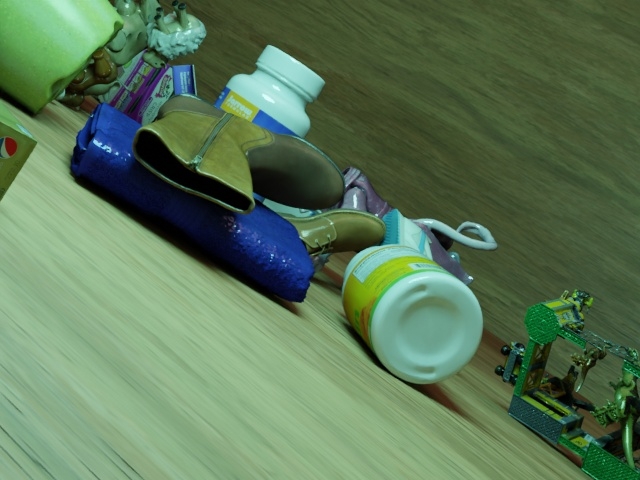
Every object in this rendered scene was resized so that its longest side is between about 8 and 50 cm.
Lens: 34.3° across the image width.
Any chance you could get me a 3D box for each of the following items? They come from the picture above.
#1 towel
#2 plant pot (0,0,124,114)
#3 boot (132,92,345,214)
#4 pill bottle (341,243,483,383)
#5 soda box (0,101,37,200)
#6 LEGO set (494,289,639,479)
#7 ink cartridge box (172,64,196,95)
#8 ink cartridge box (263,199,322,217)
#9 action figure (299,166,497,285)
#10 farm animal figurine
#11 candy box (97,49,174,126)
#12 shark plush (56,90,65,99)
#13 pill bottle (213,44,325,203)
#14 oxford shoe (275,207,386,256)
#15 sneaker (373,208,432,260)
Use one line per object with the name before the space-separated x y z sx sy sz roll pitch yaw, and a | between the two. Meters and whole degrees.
towel | -0.157 -0.040 1.244 0.308 0.076 0.227 33 11 -17
plant pot | -0.415 -0.319 1.395 0.254 0.276 0.276 44 1 -13
boot | -0.081 -0.087 1.223 0.264 0.096 0.280 34 10 -11
pill bottle | 0.104 0.081 1.326 0.136 0.136 0.246 32 4 -16
soda box | -0.290 -0.096 0.825 0.058 0.061 0.181 30 5 -40
LEGO set | 0.445 0.218 1.526 0.192 0.255 0.331 -8 21 -42
ink cartridge box | -0.244 -0.221 1.920 0.045 0.206 0.208 -7 8 -8
ink cartridge box | -0.060 -0.050 2.071 0.134 0.078 0.231 35 4 14
action figure | 0.103 -0.017 1.751 0.370 0.276 0.248 47 6 -16
farm animal figurine | -0.413 -0.357 1.893 0.330 0.327 0.172 40 -27 36
candy box | -0.414 -0.350 2.309 0.071 0.159 0.233 32 4 -42
shark plush | -0.489 -0.266 1.660 0.161 0.073 0.067 12 -12 -12
pill bottle | -0.112 -0.168 1.656 0.152 0.272 0.152 33 4 -2
oxford shoe | 0.000 0.000 1.580 0.212 0.076 0.076 -3 32 -8
sneaker | 0.131 0.056 1.597 0.092 0.087 0.229 33 43 -24
